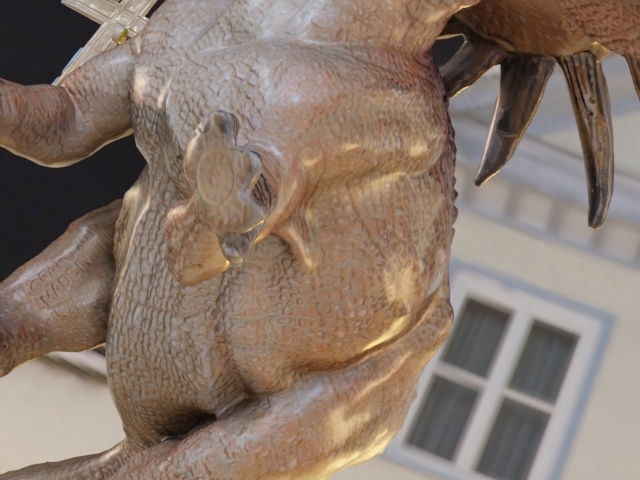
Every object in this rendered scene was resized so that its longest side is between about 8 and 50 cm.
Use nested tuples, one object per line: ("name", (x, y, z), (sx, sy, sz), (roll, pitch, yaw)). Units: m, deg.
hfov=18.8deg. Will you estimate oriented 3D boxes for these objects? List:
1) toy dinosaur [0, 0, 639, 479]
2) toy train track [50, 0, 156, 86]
("toy dinosaur", (0.000, 0.000, 0.516), (0.127, 0.200, 0.295), (52, -47, 31))
("toy train track", (-0.079, -0.066, 0.669), (0.048, 0.083, 0.014), (29, -21, 16))
